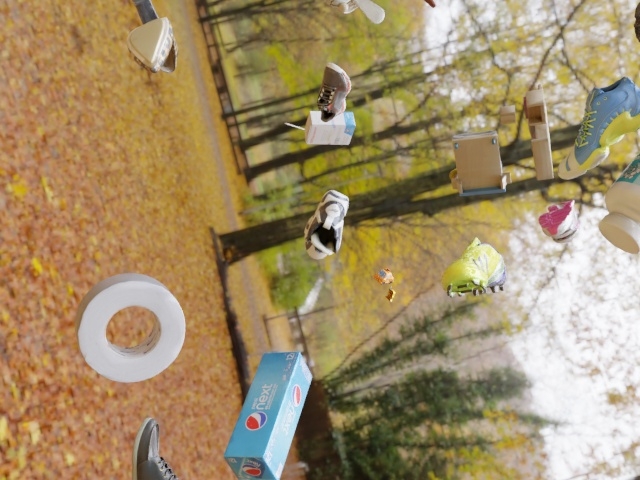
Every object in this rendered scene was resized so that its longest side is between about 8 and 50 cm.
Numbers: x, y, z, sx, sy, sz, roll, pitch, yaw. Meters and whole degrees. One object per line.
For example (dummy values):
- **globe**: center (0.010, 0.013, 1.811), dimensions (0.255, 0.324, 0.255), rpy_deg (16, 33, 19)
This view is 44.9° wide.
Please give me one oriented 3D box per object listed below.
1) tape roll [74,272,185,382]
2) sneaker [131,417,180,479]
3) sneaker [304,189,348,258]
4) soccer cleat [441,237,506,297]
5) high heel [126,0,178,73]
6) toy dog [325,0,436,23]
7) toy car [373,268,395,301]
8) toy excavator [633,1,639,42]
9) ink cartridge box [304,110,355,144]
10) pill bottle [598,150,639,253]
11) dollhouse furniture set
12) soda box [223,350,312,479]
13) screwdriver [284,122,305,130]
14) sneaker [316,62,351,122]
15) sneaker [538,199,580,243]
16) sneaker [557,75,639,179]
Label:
- **tape roll**: center (-0.396, 0.181, 1.613), dimensions (0.072, 0.219, 0.219), rpy_deg (26, -47, 64)
- **sneaker**: center (-0.340, 0.497, 1.672), dimensions (0.083, 0.118, 0.222), rpy_deg (56, 35, -75)
- **sneaker**: center (0.000, 0.000, 1.991), dimensions (0.235, 0.094, 0.153), rpy_deg (-58, -173, 45)
- **soccer cleat**: center (0.314, 0.053, 1.610), dimensions (0.289, 0.093, 0.121), rpy_deg (7, 74, -62)
- **high heel**: center (-0.322, -0.368, 1.581), dimensions (0.186, 0.093, 0.261), rpy_deg (71, 1, -47)
- **toy dog**: center (0.194, -0.692, 2.176), dimensions (0.161, 0.334, 0.220), rpy_deg (69, 13, 12)
- **toy car**: center (0.190, 0.115, 2.080), dimensions (0.040, 0.060, 0.122), rpy_deg (-67, -148, 25)
- **toy excavator**: center (0.815, -0.664, 1.698), dimensions (0.222, 0.433, 0.445), rpy_deg (11, -70, 50)
- **ink cartridge box**: center (0.023, -0.304, 2.092), dimensions (0.088, 0.122, 0.052), rpy_deg (111, -27, -58)
- **pill bottle**: center (0.654, -0.101, 1.493), dimensions (0.146, 0.264, 0.146), rpy_deg (40, -9, 7)
- **dollhouse furniture set**: center (0.510, -0.311, 2.266), dimensions (0.198, 0.303, 0.286), rpy_deg (-76, 154, -48)
- **soda box**: center (-0.080, 0.277, 1.238), dimensions (0.210, 0.071, 0.067), rpy_deg (-69, 146, -47)
- **screwdriver**: center (-0.032, -0.316, 2.255), dimensions (0.024, 0.170, 0.025), rpy_deg (-47, -132, 37)
- **sneaker**: center (0.023, -0.305, 1.635), dimensions (0.061, 0.065, 0.158), rpy_deg (30, -25, 19)
- **sneaker**: center (0.729, -0.043, 2.322), dimensions (0.252, 0.103, 0.111), rpy_deg (-29, 101, -59)
- **sneaker**: center (0.561, -0.238, 1.584), dimensions (0.126, 0.240, 0.091), rpy_deg (47, 12, -8)
